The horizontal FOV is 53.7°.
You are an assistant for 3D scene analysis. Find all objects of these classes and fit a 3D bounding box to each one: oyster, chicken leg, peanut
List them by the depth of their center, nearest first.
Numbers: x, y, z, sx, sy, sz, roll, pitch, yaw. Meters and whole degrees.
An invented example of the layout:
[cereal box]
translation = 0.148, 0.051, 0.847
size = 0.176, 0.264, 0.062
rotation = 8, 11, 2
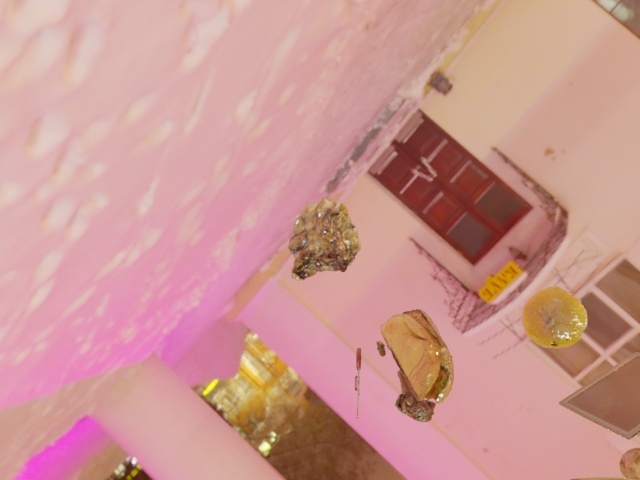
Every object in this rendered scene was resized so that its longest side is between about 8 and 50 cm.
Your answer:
[peanut]
translation = 0.787, 0.534, 1.452
size = 0.103, 0.098, 0.229
rotation = -13, 178, -25
[oyster]
translation = 0.000, 0.000, 1.712
size = 0.214, 0.223, 0.083
rotation = -11, -162, 22
[chicken leg]
translation = 0.290, 0.502, 2.032
size = 0.125, 0.196, 0.080
rotation = -4, 132, -39

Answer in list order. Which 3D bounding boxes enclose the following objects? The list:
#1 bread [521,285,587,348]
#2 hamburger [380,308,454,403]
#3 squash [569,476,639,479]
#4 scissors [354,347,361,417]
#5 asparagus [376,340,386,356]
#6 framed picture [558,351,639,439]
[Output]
[bread]
translation = 0.727, 0.240, 1.952
size = 0.197, 0.197, 0.170
rotation = -49, 153, 18
[hamburger]
translation = 0.249, 0.263, 1.547
size = 0.124, 0.262, 0.131
rotation = 17, 120, -34
[squash]
translation = 0.617, 0.525, 1.295
size = 0.083, 0.250, 0.083
rotation = -174, -90, -85
[scissors]
translation = 0.116, 0.445, 1.955
size = 0.248, 0.017, 0.144
rotation = -79, 172, -72
[asparagus]
translation = 0.189, 0.336, 1.981
size = 0.021, 0.025, 0.108
rotation = -65, 156, -24
[framed picture]
translation = 0.732, 0.356, 1.479
size = 0.274, 0.017, 0.217
rotation = -26, -164, -15
